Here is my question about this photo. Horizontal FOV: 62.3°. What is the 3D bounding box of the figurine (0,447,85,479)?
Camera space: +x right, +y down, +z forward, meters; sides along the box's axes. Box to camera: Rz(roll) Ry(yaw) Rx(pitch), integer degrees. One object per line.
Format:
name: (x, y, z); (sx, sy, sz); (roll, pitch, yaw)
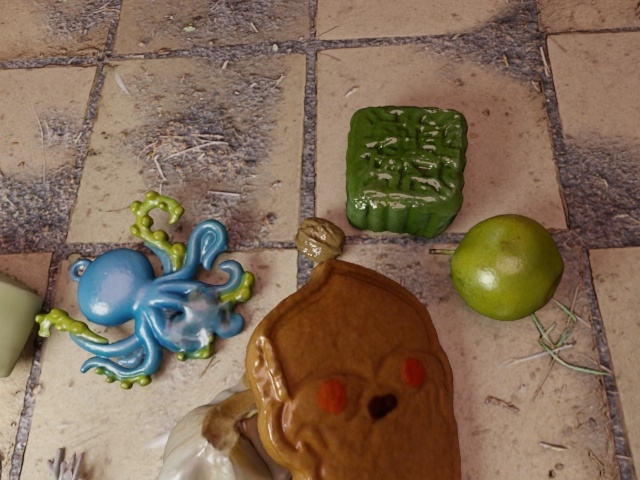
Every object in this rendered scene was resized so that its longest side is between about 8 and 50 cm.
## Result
figurine: (-0.394, 0.472, 0.768); (0.316, 0.206, 0.284); (19, 75, 6)

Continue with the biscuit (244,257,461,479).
biscuit: (0.069, 0.244, 0.785); (0.350, 0.078, 0.454); (-1, 70, -37)

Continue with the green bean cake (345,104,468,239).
green bean cake: (0.157, -0.131, 0.996); (0.223, 0.125, 0.247); (5, 67, 7)

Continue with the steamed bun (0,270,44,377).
steamed bun: (-0.635, 0.132, 0.932); (0.250, 0.154, 0.199); (13, 70, 26)

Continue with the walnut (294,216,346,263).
walnut: (0.000, 0.000, 0.983); (0.096, 0.082, 0.078); (31, 101, 16)

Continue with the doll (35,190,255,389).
doll: (-0.299, 0.099, 0.970); (0.342, 0.099, 0.345); (23, 77, 2)

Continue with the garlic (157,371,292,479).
garlic: (-0.123, 0.320, 0.804); (0.185, 0.203, 0.281); (-3, 26, 36)

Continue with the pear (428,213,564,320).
pear: (0.293, 0.038, 0.903); (0.216, 0.166, 0.180); (22, 82, 37)
